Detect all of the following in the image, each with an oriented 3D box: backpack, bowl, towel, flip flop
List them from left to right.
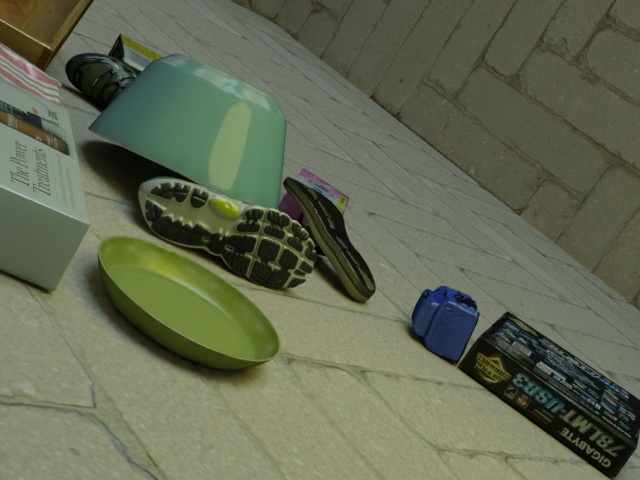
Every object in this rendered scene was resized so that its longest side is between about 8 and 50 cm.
[{"bbox_3d":[-0.429,-0.218,1.623,0.144,0.029,0.197,37,22,-32],"label":"towel"},{"bbox_3d":[-0.176,-0.173,1.721,0.311,0.163,0.311,24,1,-1],"label":"bowl"},{"bbox_3d":[0.000,0.000,1.868,0.112,0.080,0.277,22,32,-53],"label":"flip flop"},{"bbox_3d":[0.200,0.121,1.827,0.101,0.098,0.120,29,15,-1],"label":"backpack"}]

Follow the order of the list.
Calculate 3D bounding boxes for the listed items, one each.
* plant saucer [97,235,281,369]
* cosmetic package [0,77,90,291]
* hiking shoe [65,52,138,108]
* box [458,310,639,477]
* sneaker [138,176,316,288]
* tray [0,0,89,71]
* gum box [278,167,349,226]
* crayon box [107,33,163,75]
[{"bbox_3d":[-0.157,0.078,1.311,0.241,0.037,0.241,31,13,-8],"label":"plant saucer"},{"bbox_3d":[-0.418,-0.112,1.276,0.284,0.097,0.377,23,17,-25],"label":"cosmetic package"},{"bbox_3d":[-0.329,-0.244,1.936,0.227,0.086,0.114,29,11,-17],"label":"hiking shoe"},{"bbox_3d":[0.392,0.243,1.885,0.295,0.073,0.293,35,13,11],"label":"box"},{"bbox_3d":[-0.128,-0.023,1.603,0.275,0.107,0.110,27,6,-21],"label":"sneaker"},{"bbox_3d":[-0.498,-0.420,1.906,0.202,0.076,0.411,29,28,-13],"label":"tray"},{"bbox_3d":[-0.011,-0.067,2.078,0.107,0.062,0.188,32,14,-2],"label":"gum box"},{"bbox_3d":[-0.258,-0.265,2.177,0.318,0.081,0.202,27,15,-20],"label":"crayon box"}]
